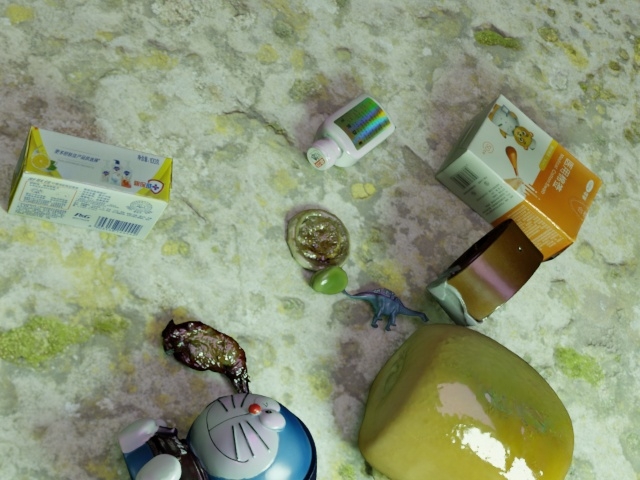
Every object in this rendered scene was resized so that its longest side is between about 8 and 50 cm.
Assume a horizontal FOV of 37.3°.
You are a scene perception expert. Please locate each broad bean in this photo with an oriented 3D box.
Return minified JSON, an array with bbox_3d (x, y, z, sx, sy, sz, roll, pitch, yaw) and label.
[{"bbox_3d":[0.019,0.081,1.939,0.083,0.045,0.063,-3,106,-27],"label":"broad bean"}]

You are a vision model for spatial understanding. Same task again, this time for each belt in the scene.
[{"bbox_3d":[0.346,0.066,1.996,0.122,0.217,0.339,50,26,2],"label":"belt"}]

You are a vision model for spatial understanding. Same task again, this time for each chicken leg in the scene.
[{"bbox_3d":[-0.185,0.232,1.762,0.253,0.051,0.106,42,61,-5],"label":"chicken leg"}]

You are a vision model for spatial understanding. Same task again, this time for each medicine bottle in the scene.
[{"bbox_3d":[0.061,-0.231,2.092,0.115,0.078,0.219,51,55,-1],"label":"medicine bottle"}]

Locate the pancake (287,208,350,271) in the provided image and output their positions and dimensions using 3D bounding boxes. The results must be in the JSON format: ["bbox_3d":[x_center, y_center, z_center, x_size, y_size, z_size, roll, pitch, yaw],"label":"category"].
[{"bbox_3d":[0.000,0.001,1.983,0.152,0.025,0.151,12,60,-23],"label":"pancake"}]

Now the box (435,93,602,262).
[{"bbox_3d":[0.472,-0.141,2.230,0.341,0.143,0.225,40,55,-7],"label":"box"}]

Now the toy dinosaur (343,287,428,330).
[{"bbox_3d":[0.132,0.140,1.974,0.197,0.045,0.080,21,57,-4],"label":"toy dinosaur"}]

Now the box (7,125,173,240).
[{"bbox_3d":[-0.418,-0.099,1.727,0.265,0.168,0.097,11,60,-21],"label":"box"}]

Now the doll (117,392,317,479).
[{"bbox_3d":[-0.158,0.380,1.601,0.310,0.240,0.284,-18,38,-18],"label":"doll"}]

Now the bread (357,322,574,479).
[{"bbox_3d":[0.296,0.355,1.836,0.376,0.253,0.348,39,52,-8],"label":"bread"}]
